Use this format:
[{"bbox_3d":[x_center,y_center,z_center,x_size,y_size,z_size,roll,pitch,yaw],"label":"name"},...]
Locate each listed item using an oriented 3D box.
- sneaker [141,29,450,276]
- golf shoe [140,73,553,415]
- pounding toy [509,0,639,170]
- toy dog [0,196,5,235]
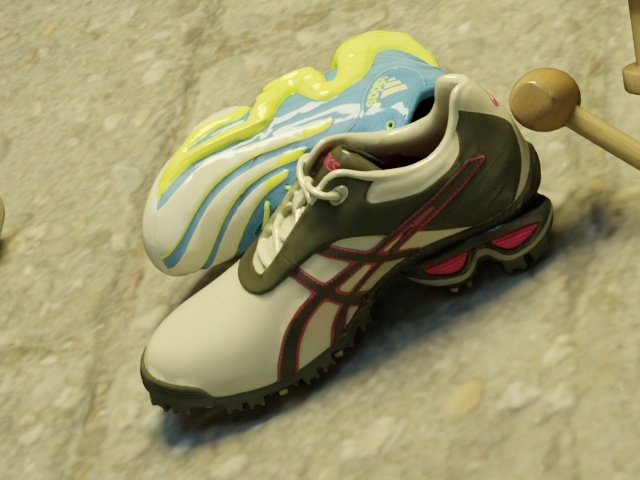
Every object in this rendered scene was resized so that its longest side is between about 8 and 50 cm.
[{"bbox_3d":[-0.002,-0.053,1.107,0.240,0.091,0.126,-42,36,-19],"label":"sneaker"},{"bbox_3d":[0.000,0.000,1.014,0.273,0.120,0.105,-30,35,2],"label":"golf shoe"},{"bbox_3d":[0.252,-0.099,0.998,0.269,0.155,0.154,-7,11,16],"label":"pounding toy"},{"bbox_3d":[-0.396,0.027,1.233,0.334,0.161,0.220,-29,34,2],"label":"toy dog"}]
